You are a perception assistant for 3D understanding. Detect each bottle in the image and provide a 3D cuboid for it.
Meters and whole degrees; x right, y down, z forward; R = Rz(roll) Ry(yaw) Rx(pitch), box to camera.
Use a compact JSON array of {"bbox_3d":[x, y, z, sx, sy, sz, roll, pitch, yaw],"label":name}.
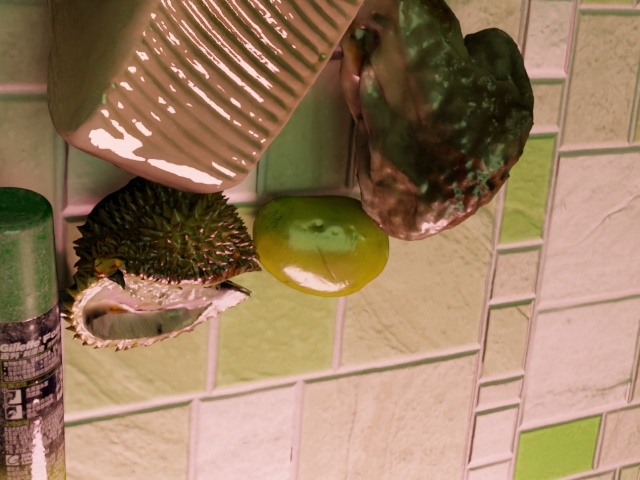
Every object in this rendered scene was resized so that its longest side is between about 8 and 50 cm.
[{"bbox_3d":[-0.295,0.112,1.125,0.093,0.093,0.330,-12,123,-28],"label":"bottle"}]

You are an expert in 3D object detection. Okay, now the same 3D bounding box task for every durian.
[{"bbox_3d":[-0.173,0.009,1.148,0.193,0.138,0.237,-29,165,8],"label":"durian"}]

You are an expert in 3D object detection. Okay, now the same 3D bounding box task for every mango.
[{"bbox_3d":[-0.001,0.006,1.315,0.163,0.089,0.117,2,114,-20],"label":"mango"}]

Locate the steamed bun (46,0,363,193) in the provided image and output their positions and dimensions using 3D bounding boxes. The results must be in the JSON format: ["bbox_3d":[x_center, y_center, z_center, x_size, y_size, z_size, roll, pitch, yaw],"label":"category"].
[{"bbox_3d":[-0.104,-0.252,1.063,0.247,0.236,0.383,19,110,-47],"label":"steamed bun"}]

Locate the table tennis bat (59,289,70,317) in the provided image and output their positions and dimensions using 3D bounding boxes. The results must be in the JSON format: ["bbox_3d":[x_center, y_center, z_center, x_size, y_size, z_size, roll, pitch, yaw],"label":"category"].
[{"bbox_3d":[-0.326,0.062,1.159,0.201,0.033,0.124,2,113,-30],"label":"table tennis bat"}]

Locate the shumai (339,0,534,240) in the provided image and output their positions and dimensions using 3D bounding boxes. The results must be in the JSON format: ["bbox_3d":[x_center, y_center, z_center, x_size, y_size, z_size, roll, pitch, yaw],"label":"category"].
[{"bbox_3d":[0.085,-0.148,1.229,0.203,0.222,0.272,28,51,-38],"label":"shumai"}]
